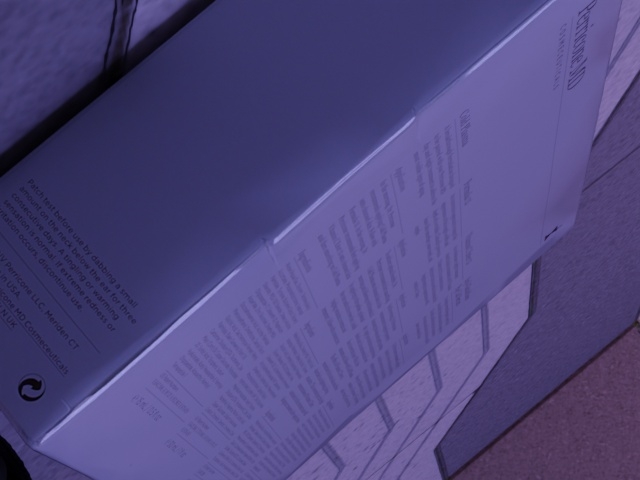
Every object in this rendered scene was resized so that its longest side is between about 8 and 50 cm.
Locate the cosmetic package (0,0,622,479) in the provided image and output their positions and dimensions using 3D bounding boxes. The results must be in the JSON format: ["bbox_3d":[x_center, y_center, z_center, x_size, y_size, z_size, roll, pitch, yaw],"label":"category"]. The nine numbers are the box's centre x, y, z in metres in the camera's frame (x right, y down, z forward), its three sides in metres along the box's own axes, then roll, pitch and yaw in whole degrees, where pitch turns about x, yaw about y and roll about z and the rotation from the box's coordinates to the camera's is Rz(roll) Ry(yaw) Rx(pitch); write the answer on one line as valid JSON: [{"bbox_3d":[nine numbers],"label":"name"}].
[{"bbox_3d":[0.000,0.000,0.711,0.284,0.097,0.377,-38,164,-6],"label":"cosmetic package"}]

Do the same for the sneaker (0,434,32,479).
[{"bbox_3d":[-0.186,0.150,0.660,0.135,0.097,0.276,-31,160,-26],"label":"sneaker"}]
